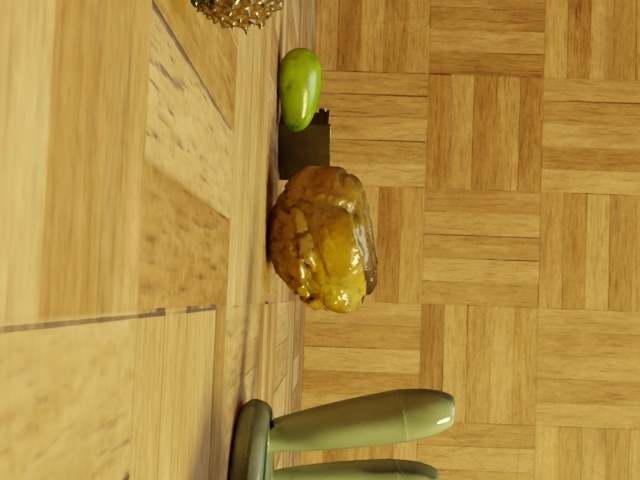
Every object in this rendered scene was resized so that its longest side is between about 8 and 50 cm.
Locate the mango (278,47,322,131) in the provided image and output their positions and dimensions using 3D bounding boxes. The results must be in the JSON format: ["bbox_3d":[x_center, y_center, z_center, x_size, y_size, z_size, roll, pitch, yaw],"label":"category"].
[{"bbox_3d":[-0.027,-0.195,1.232,0.073,0.056,0.108,-28,126,-79],"label":"mango"}]

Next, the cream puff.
[{"bbox_3d":[0.000,0.000,1.152,0.189,0.129,0.189,-5,90,-83],"label":"cream puff"}]

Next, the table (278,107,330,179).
[{"bbox_3d":[-0.020,-0.137,1.315,0.082,0.070,0.083,-85,176,-60],"label":"table"}]

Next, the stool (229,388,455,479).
[{"bbox_3d":[0.020,0.242,0.859,0.195,0.198,0.195,90,1,-49],"label":"stool"}]

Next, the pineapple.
[{"bbox_3d":[-0.043,-0.131,0.433,0.124,0.058,0.058,-66,158,-86],"label":"pineapple"}]
